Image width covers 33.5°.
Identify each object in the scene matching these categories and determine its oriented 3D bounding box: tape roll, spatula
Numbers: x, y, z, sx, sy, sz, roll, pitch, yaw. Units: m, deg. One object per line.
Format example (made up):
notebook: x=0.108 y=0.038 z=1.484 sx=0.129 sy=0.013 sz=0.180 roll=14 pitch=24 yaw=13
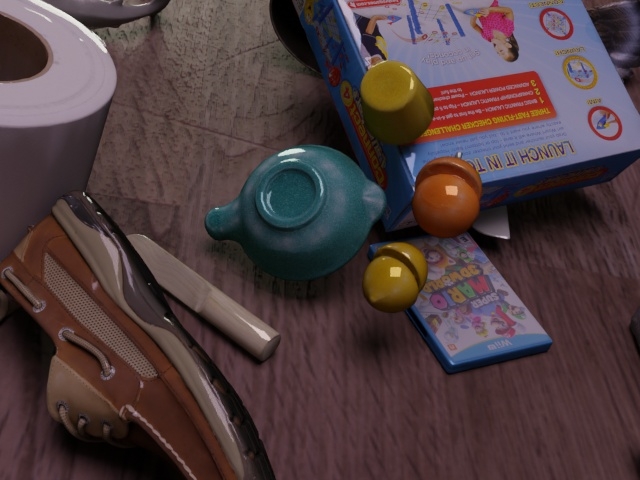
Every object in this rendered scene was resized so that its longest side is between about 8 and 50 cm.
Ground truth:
tape roll: x=-0.316 y=-0.104 z=0.928 sx=0.246 sy=0.169 sz=0.246 roll=16 pitch=34 yaw=-11
spatula: x=0.121 y=-0.090 z=1.191 sx=0.168 sy=0.019 sz=0.242 roll=5 pitch=40 yaw=-1

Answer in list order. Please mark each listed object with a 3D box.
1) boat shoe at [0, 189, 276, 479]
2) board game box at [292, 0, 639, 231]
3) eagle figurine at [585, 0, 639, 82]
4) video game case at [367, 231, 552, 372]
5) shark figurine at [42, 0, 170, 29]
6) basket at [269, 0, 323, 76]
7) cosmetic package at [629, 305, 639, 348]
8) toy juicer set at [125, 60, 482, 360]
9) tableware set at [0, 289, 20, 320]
boat shoe: x=-0.151 y=0.105 z=0.829 sx=0.120 sy=0.122 sz=0.324 roll=-36 pitch=59 yaw=-6
board game box: x=0.160 y=-0.187 z=1.144 sx=0.308 sy=0.086 sz=0.302 roll=-12 pitch=71 yaw=-25
eagle figurine: x=0.283 y=-0.319 z=1.431 sx=0.298 sy=0.225 sz=0.226 roll=19 pitch=74 yaw=-44
video game case: x=0.134 y=0.055 z=1.042 sx=0.119 sy=0.015 sz=0.166 roll=-9 pitch=46 yaw=-27
shark figurine: x=-0.298 y=-0.301 z=1.240 sx=0.278 sy=0.116 sz=0.166 roll=8 pitch=42 yaw=-7
basket: x=0.045 y=-0.321 z=1.350 sx=0.204 sy=0.154 sz=0.227 roll=22 pitch=35 yaw=-10
cosmetic package: x=0.391 y=0.044 z=0.964 sx=0.107 sy=0.238 sz=0.127 roll=7 pitch=40 yaw=-11
toy juicer set: x=0.000 y=0.000 z=0.976 sx=0.329 sy=0.089 sz=0.209 roll=-34 pitch=68 yaw=1
tableware set: x=-0.344 y=0.058 z=0.877 sx=0.168 sy=0.020 sz=0.141 roll=25 pitch=41 yaw=12
